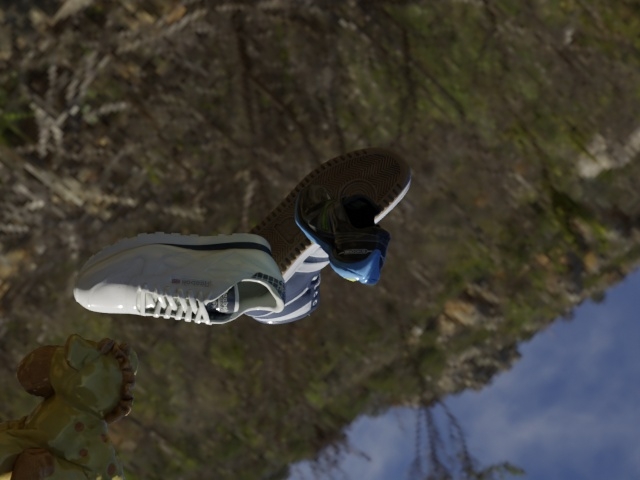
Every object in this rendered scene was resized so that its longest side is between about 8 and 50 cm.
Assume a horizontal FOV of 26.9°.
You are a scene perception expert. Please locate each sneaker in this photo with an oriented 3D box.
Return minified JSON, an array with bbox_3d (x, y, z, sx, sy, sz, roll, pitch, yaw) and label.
[{"bbox_3d":[-0.155,0.050,1.491,0.090,0.235,0.095,98,-22,-44],"label":"sneaker"},{"bbox_3d":[0.029,-0.018,1.418,0.078,0.067,0.188,-62,-152,12],"label":"sneaker"},{"bbox_3d":[0.000,0.000,1.677,0.282,0.099,0.153,-37,157,-1],"label":"sneaker"}]

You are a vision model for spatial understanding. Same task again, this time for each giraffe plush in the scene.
[{"bbox_3d":[-0.261,0.177,1.363,0.181,0.210,0.170,164,-61,-81],"label":"giraffe plush"}]
